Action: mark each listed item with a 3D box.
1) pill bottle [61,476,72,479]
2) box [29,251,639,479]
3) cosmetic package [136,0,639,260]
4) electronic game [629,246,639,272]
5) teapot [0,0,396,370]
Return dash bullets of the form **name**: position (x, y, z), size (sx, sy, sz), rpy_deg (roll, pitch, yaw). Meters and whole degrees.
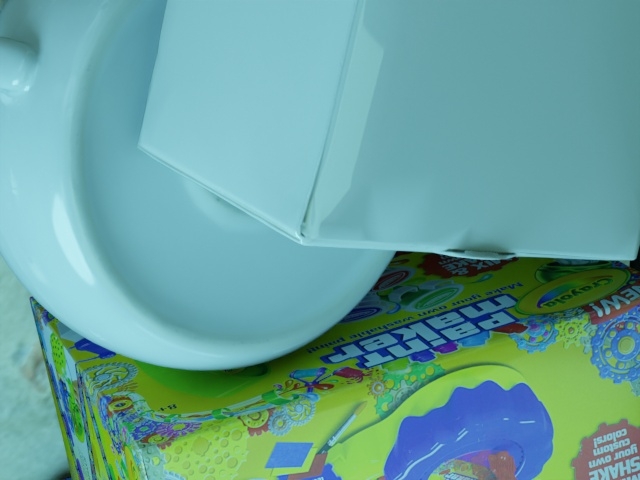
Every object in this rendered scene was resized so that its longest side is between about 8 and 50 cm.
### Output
- **pill bottle**: position (-0.121, 0.205, 1.268), size (0.221, 0.124, 0.124), rpy_deg (-18, 139, -16)
- **box**: position (0.017, 0.109, 1.086), size (0.290, 0.279, 0.177), rpy_deg (-16, 109, -16)
- **cosmetic package**: position (0.068, -0.185, 0.828), size (0.197, 0.155, 0.366), rpy_deg (5, 105, -37)
- **electronic game**: position (0.281, -0.062, 1.249), size (0.229, 0.048, 0.229), rpy_deg (-44, 162, -18)
- **teapot**: position (-0.086, -0.060, 0.982), size (0.252, 0.187, 0.256), rpy_deg (-35, 117, -27)
